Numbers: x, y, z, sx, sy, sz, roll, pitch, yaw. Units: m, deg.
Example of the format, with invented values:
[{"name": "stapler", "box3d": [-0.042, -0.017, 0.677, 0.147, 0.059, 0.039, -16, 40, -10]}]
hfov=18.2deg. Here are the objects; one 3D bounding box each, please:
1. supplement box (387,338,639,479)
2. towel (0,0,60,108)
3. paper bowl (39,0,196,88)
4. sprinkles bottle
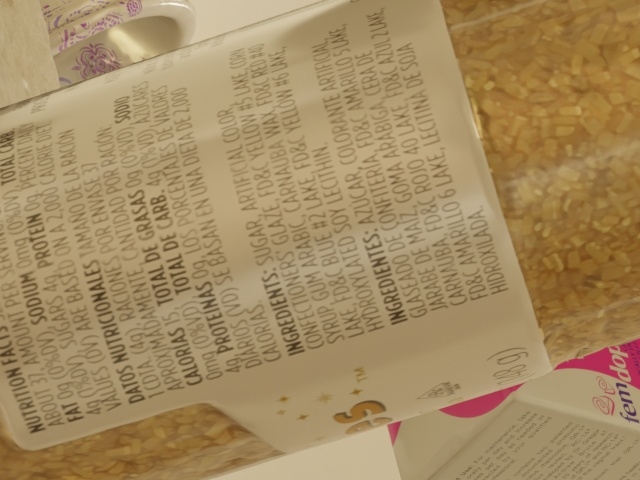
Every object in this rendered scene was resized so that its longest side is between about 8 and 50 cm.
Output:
[{"name": "supplement box", "box3d": [0.155, 0.107, 1.237, 0.114, 0.220, 0.111, -49, -139, 35]}, {"name": "towel", "box3d": [-0.139, -0.021, 0.794, 0.049, 0.187, 0.282, -19, -101, 11]}, {"name": "paper bowl", "box3d": [-0.259, -0.169, 1.691, 0.284, 0.284, 0.148, -34, -99, 1]}, {"name": "sprinkles bottle", "box3d": [-0.037, 0.007, 0.547, 0.355, 0.121, 0.121, -18, -115, 7]}]
